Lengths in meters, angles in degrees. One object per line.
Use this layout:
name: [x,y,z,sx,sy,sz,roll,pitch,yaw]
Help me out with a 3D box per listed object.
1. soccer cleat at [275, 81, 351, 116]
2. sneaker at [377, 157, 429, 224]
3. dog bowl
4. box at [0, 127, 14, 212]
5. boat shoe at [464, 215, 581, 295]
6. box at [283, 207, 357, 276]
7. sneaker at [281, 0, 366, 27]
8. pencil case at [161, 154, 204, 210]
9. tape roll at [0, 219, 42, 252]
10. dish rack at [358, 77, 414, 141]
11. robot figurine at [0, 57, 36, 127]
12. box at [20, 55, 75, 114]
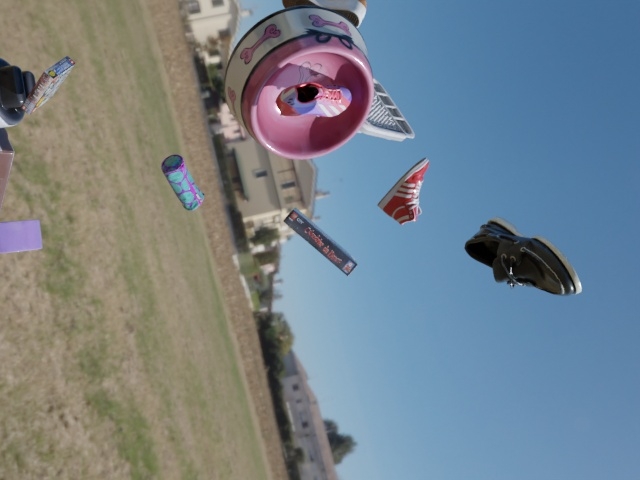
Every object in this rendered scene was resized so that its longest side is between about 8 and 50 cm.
soccer cleat: [-0.001,-0.359,1.532,0.095,0.248,0.083,-28,-100,50]
sneaker: [0.153,-0.076,1.001,0.067,0.042,0.118,45,-57,7]
dog bowl: [-0.039,-0.389,1.602,0.408,0.408,0.150,84,-14,-48]
box: [-1.002,-0.160,1.744,0.191,0.143,0.381,51,-55,32]
boat shoe: [0.401,0.044,1.267,0.127,0.113,0.340,64,-3,-26]
box: [0.000,0.000,1.712,0.233,0.044,0.159,41,5,-3]
sneaker: [0.017,-0.794,2.058,0.106,0.290,0.123,90,22,-57]
pencil case: [-0.354,-0.148,1.574,0.064,0.070,0.151,-61,149,-30]
tape roll: [-0.836,-0.009,1.600,0.189,0.189,0.080,-158,-117,-82]
dish rack: [0.148,-0.436,1.985,0.333,0.072,0.285,-3,58,-55]
robot figurine: [-0.847,-0.359,1.497,0.209,0.278,0.173,76,9,-53]
box: [-0.628,-0.357,1.404,0.027,0.137,0.094,43,38,-17]
